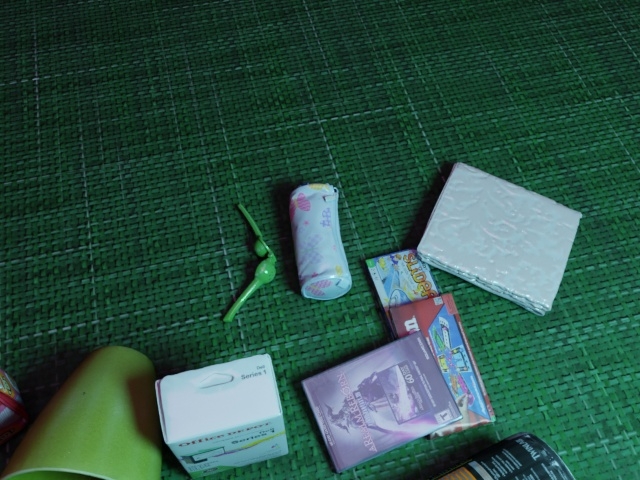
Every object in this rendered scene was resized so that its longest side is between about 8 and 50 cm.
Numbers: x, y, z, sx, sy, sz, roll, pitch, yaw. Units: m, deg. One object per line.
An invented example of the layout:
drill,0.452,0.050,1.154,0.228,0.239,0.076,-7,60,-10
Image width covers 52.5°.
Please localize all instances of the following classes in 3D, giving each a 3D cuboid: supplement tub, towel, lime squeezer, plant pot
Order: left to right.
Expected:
plant pot,-0.411,0.354,1.213,0.274,0.275,0.294,2,44,1
lime squeezer,-0.153,0.045,1.514,0.109,0.059,0.311,-14,56,26
supplement tub,0.274,0.498,1.143,0.337,0.207,0.207,-22,61,-13
towel,0.422,-0.015,1.533,0.331,0.053,0.317,25,58,9

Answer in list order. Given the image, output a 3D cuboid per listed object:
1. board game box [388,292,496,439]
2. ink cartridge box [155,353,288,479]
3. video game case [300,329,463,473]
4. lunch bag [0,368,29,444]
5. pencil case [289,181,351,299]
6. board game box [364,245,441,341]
board game box,0.252,0.260,1.367,0.145,0.027,0.282,-14,69,-7
ink cartridge box,-0.171,0.331,1.197,0.201,0.278,0.117,-12,59,-8
video game case,0.122,0.323,1.317,0.274,0.026,0.196,-22,69,-5
lunch bag,-0.719,0.334,1.199,0.293,0.258,0.120,-27,62,-16
pencil case,0.000,0.000,1.496,0.124,0.113,0.273,-16,59,15
board game box,0.196,0.119,1.472,0.136,0.035,0.201,-15,60,-9
